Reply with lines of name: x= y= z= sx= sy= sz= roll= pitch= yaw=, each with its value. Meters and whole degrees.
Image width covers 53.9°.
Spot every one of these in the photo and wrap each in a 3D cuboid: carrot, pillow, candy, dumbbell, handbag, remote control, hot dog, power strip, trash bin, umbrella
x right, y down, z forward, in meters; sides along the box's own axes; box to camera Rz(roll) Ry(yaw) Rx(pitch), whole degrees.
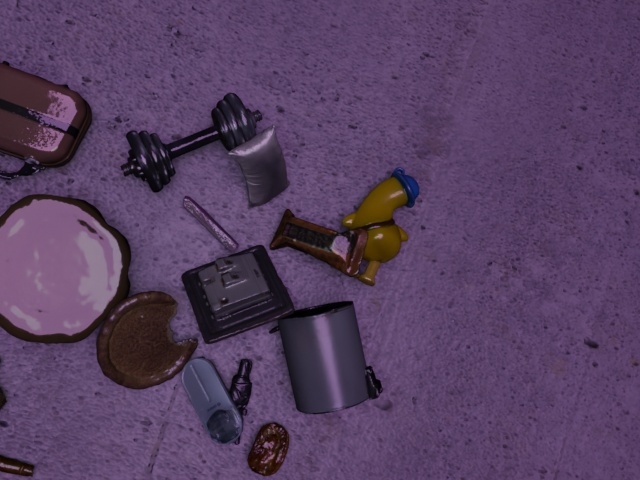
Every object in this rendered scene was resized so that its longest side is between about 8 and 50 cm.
carrot: x=-0.823 y=0.573 z=1.626 sx=0.170 sy=0.042 sz=0.042 roll=22 pitch=83 yaw=-14
pillow: x=-0.163 y=-0.195 z=1.723 sx=0.144 sy=0.254 sz=0.078 roll=-26 pitch=58 yaw=-9
candy: x=0.000 y=0.000 z=1.771 sx=0.271 sy=0.101 sz=0.143 roll=18 pitch=81 yaw=16
dumbbell: x=-0.345 y=-0.266 z=1.706 sx=0.406 sy=0.179 sz=0.179 roll=-26 pitch=93 yaw=-13
handbag: x=-0.775 y=-0.293 z=1.628 sx=0.301 sy=0.149 sz=0.283 roll=21 pitch=85 yaw=-13
remote control: x=-0.293 y=0.434 z=1.712 sx=0.104 sy=0.052 sz=0.247 roll=-31 pitch=78 yaw=8
hot dog: x=-0.144 y=0.586 z=1.765 sx=0.099 sy=0.065 sz=0.147 roll=27 pitch=84 yaw=0
power strip: x=-0.228 y=0.127 z=1.699 sx=0.251 sy=0.092 sz=0.257 roll=-16 pitch=51 yaw=-18
trash bin: x=0.012 y=0.317 z=1.736 sx=0.277 sy=0.217 sz=0.263 roll=-11 pitch=90 yaw=13
umbrella: x=-0.234 y=0.446 z=1.755 sx=0.066 sy=0.059 sz=0.236 roll=14 pitch=85 yaw=-29

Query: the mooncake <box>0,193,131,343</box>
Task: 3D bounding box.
mooncake: x=-0.672 y=0.073 z=1.612 sx=0.378 sy=0.201 sz=0.379 roll=0 pitch=90 yaw=-16

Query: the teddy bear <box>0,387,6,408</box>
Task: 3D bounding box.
teddy bear: x=-0.897 y=0.341 z=1.577 sx=0.182 sy=0.129 sz=0.251 roll=-43 pitch=115 yaw=-32

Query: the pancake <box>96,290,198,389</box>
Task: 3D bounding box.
pancake: x=-0.445 y=0.265 z=1.650 sx=0.286 sy=0.033 sz=0.288 roll=10 pitch=107 yaw=-38

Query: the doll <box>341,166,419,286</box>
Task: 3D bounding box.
doll: x=0.170 y=-0.055 z=1.832 sx=0.199 sy=0.145 sz=0.363 roll=25 pitch=75 yaw=-5

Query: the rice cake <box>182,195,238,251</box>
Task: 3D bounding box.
rice cake: x=-0.311 y=-0.047 z=1.768 sx=0.036 sy=0.047 sz=0.207 roll=-45 pitch=96 yaw=-5
